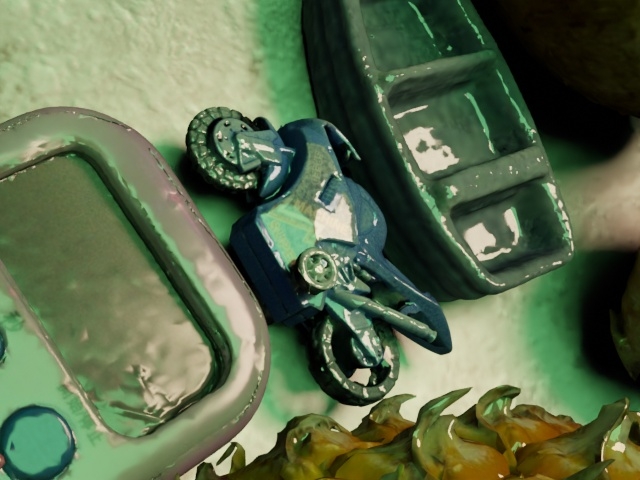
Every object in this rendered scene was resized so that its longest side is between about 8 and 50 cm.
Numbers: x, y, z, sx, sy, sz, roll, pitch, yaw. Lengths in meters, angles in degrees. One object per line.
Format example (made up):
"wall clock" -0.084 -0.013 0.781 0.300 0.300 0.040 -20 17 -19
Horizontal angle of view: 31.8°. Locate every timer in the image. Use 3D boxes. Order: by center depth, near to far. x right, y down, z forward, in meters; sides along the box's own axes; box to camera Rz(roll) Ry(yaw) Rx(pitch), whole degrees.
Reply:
"timer" -0.137 0.041 0.592 0.191 0.069 0.208 -32 87 -33

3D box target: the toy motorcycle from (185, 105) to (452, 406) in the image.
"toy motorcycle" 0.000 0.000 0.688 0.114 0.076 0.205 -29 87 -41

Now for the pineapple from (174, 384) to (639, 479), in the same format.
"pineapple" 0.066 0.223 0.470 0.300 0.352 0.352 2 70 -28

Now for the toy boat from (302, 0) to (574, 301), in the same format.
"toy boat" 0.068 -0.095 0.756 0.127 0.078 0.283 -19 80 -32

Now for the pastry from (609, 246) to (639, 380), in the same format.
"pastry" 0.296 0.016 0.773 0.229 0.218 0.100 -46 54 -13

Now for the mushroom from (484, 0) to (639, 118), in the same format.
"mushroom" 0.278 -0.234 0.784 0.334 0.356 0.331 36 69 -48

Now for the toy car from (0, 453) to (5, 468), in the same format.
"toy car" -0.246 0.175 0.367 0.271 0.240 0.340 42 67 -9
